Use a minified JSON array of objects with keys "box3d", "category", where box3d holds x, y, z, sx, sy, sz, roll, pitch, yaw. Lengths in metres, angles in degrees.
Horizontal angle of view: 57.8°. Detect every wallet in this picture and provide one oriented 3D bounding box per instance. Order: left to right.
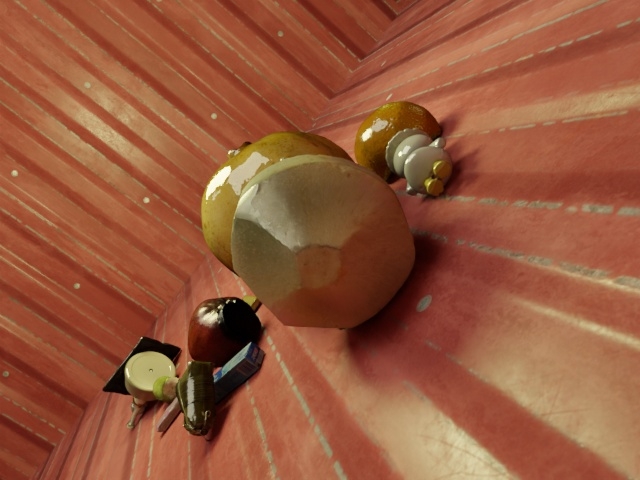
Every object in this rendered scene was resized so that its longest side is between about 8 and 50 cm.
[{"box3d":[-0.663,0.480,2.184,0.247,0.041,0.323,-52,-19,-9],"category":"wallet"}]

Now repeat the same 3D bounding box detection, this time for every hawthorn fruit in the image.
[{"box3d":[-0.276,0.269,1.606,0.189,0.190,0.251,-79,12,-61],"category":"hawthorn fruit"}]

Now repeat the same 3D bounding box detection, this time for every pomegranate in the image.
[{"box3d":[-0.092,-0.086,1.419,0.416,0.417,0.416,-47,15,17],"category":"pomegranate"}]

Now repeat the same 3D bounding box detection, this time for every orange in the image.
[{"box3d":[0.182,-0.270,1.515,0.237,0.158,0.179,-33,25,50],"category":"orange"}]

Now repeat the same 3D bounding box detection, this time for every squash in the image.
[{"box3d":[-0.494,0.479,1.868,0.083,0.083,0.250,-57,11,-22],"category":"squash"}]

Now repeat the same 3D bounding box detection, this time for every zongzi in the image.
[{"box3d":[-0.321,0.416,1.428,0.184,0.084,0.187,-47,38,39],"category":"zongzi"}]

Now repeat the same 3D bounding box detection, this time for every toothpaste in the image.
[{"box3d":[-0.248,0.361,1.491,0.272,0.053,0.066,-43,16,29],"category":"toothpaste"}]

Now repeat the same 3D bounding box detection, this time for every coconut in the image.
[{"box3d":[0.000,0.000,1.077,0.352,0.353,0.352,-47,15,17],"category":"coconut"}]

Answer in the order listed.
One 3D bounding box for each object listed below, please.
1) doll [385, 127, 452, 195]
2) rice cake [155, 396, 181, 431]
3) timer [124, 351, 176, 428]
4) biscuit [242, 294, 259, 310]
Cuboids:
[{"box3d":[0.220,-0.172,1.279,0.138,0.119,0.293,-64,16,15],"category":"doll"},{"box3d":[-0.428,0.492,1.750,0.206,0.036,0.047,-52,5,-4],"category":"rice cake"},{"box3d":[-0.638,0.551,2.095,0.175,0.175,0.266,-74,8,-56],"category":"timer"},{"box3d":[-0.284,0.284,1.836,0.254,0.029,0.172,-55,15,-15],"category":"biscuit"}]
